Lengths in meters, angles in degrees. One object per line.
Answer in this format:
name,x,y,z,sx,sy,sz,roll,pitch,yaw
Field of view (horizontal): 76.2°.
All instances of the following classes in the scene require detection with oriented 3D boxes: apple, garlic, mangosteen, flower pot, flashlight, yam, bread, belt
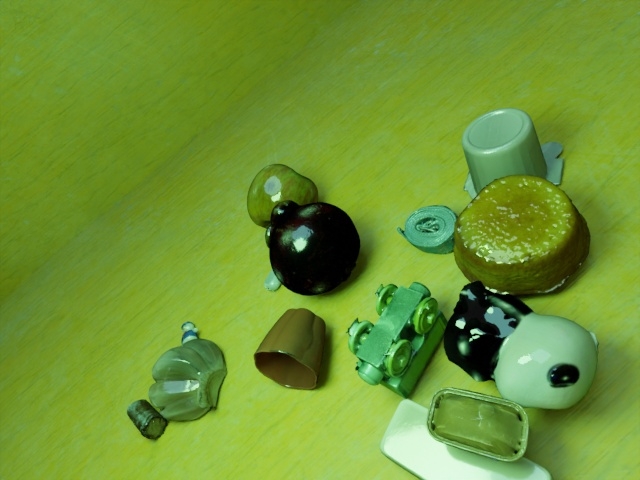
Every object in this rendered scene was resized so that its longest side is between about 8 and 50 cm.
apple,-0.146,-0.147,1.522,0.264,0.264,0.264,-20,44,21
garlic,-0.421,0.439,1.297,0.292,0.210,0.237,-2,87,29
mangosteen,-0.028,0.006,1.245,0.297,0.297,0.313,-30,80,10
flower pot,-0.071,0.290,1.133,0.190,0.191,0.173,-10,37,29
flashlight,-0.141,0.089,1.451,0.093,0.047,0.200,2,54,43
yam,-0.555,0.566,1.301,0.141,0.079,0.079,14,63,45
bread,0.476,-0.011,0.992,0.312,0.172,0.312,-16,53,22
belt,0.331,-0.031,1.191,0.148,0.082,0.163,-48,44,5

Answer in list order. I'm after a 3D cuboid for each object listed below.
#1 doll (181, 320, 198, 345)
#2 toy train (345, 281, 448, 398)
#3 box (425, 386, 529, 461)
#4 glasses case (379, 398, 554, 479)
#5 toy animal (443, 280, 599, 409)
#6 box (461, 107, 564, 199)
doll,-0.471,0.338,1.464,0.099,0.057,0.143,-51,34,13
toy train,0.188,0.231,0.979,0.159,0.188,0.272,18,63,44
box,0.290,0.343,0.759,0.177,0.111,0.111,0,54,35
glasses case,0.276,0.443,0.810,0.312,0.070,0.131,13,61,42
toy animal,0.400,0.227,0.828,0.212,0.212,0.266,-47,45,-10
box,0.535,-0.249,1.144,0.291,0.206,0.262,-33,41,10
